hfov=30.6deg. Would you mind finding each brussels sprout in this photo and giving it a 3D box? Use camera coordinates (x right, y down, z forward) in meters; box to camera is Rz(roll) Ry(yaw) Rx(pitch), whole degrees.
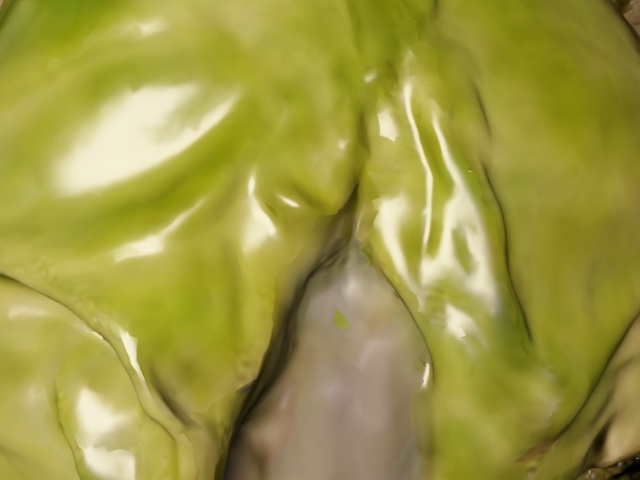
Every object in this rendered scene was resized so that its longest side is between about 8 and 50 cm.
[{"bbox_3d":[-0.007,-0.016,0.636,0.425,0.342,0.361,-8,82,-30],"label":"brussels sprout"}]
